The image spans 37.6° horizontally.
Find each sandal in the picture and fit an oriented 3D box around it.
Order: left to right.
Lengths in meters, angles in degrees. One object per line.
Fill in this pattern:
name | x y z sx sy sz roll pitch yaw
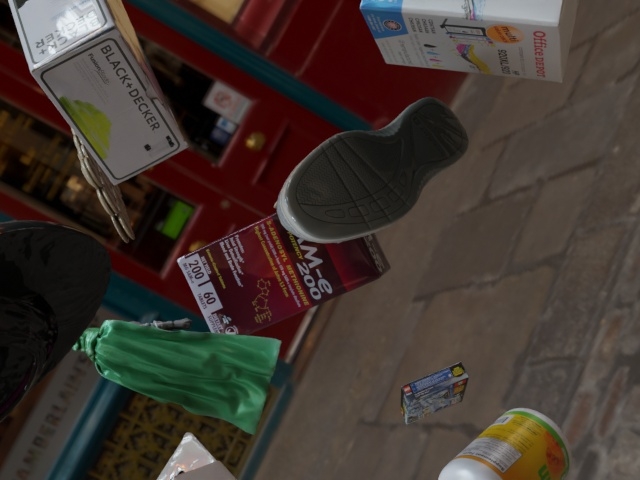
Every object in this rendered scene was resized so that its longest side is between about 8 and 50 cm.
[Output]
sandal | -0.311 0.112 0.671 0.445 0.107 0.168 -26 -46 -48

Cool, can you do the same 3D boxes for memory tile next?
memory tile | -0.249 -0.068 1.072 0.012 0.113 0.148 -28 34 -4

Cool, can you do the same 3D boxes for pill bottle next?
pill bottle | 0.264 0.370 1.430 0.245 0.136 0.136 -29 -13 -40

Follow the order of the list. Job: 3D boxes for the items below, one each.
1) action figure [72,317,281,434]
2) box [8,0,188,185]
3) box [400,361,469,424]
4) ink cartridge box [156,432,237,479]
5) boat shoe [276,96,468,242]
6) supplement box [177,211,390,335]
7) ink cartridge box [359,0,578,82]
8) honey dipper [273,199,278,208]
action figure | -0.171 0.136 1.075 0.063 0.232 0.137 -88 13 -66
box | -0.243 -0.215 0.965 0.087 0.169 0.290 -28 51 -1
box | 0.163 0.222 1.362 0.137 0.093 0.027 82 166 -66
ink cartridge box | -0.088 0.252 0.741 0.061 0.181 0.104 -2 -52 -58
boat shoe | 0.056 -0.073 1.101 0.320 0.118 0.103 -38 0 -45
supplement box | -0.047 0.030 1.204 0.239 0.130 0.073 -25 2 16
ink cartridge box | 0.191 -0.308 1.138 0.171 0.232 0.168 41 -120 -70
honey dipper | 0.000 0.000 1.303 0.030 0.161 0.030 -43 -6 -6
